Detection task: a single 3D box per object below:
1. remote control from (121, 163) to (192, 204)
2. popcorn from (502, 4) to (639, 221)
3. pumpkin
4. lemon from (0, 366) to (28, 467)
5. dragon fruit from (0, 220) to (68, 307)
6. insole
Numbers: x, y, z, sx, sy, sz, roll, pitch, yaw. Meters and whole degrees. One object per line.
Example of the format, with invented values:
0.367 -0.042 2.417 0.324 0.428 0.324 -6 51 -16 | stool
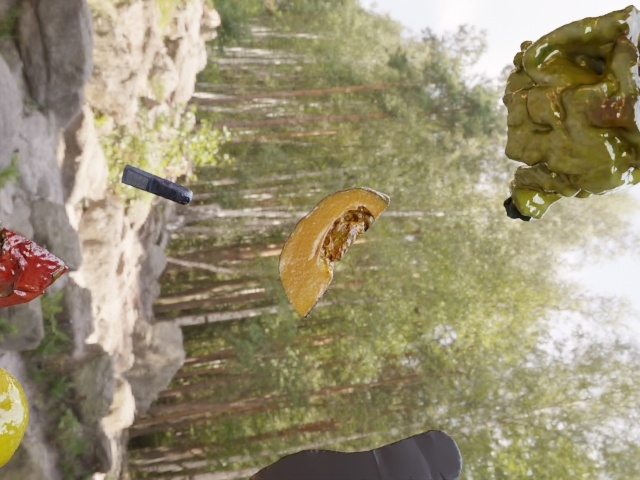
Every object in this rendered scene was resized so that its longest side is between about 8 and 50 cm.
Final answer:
-0.346 -0.115 1.335 0.027 0.152 0.044 -75 -173 -58 | remote control
0.376 -0.181 0.877 0.237 0.292 0.293 -153 -122 -72 | popcorn
-0.005 0.000 1.142 0.279 0.111 0.163 -54 -172 -15 | pumpkin
-0.526 0.265 0.915 0.203 0.178 0.178 -34 -122 35 | lemon
-0.704 0.035 1.247 0.205 0.316 0.152 80 28 -59 | dragon fruit
0.056 0.355 0.934 0.009 0.348 0.119 121 -43 -60 | insole
